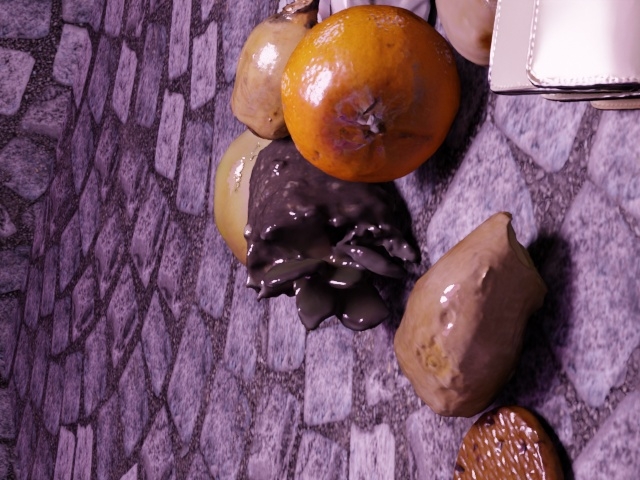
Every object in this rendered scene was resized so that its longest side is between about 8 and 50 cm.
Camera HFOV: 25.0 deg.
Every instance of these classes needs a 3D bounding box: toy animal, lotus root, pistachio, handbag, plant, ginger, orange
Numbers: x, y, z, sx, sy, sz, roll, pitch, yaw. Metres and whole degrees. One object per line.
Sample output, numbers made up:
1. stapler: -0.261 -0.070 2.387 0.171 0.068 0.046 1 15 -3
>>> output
1. toy animal: 0.040 -0.320 1.921 0.282 0.140 0.138 -134 40 -59
2. lotus root: -0.045 -0.229 1.854 0.125 0.118 0.221 40 125 27
3. pistachio: 0.185 -0.271 1.581 0.129 0.131 0.206 -32 40 7
4. handbag: 0.284 -0.303 1.321 0.237 0.160 0.358 6 90 60
5. plant: 0.000 0.000 1.879 0.276 0.199 0.188 -103 24 -46
6. ginger: 0.158 0.092 1.543 0.138 0.152 0.267 45 126 25
7. orange: 0.061 -0.170 1.735 0.170 0.224 0.224 -85 13 -59

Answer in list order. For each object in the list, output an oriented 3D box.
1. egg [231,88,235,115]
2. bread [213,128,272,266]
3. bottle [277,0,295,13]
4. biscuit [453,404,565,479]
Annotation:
1. egg: -0.101 -0.231 2.308 0.080 0.080 0.096 25 99 66
2. bread: -0.087 -0.072 2.133 0.158 0.156 0.260 -138 58 -61
3. bottle: -0.047 -0.295 2.221 0.060 0.060 0.217 137 134 -57
4. biscuit: 0.198 0.278 1.515 0.212 0.036 0.212 -175 90 -66
